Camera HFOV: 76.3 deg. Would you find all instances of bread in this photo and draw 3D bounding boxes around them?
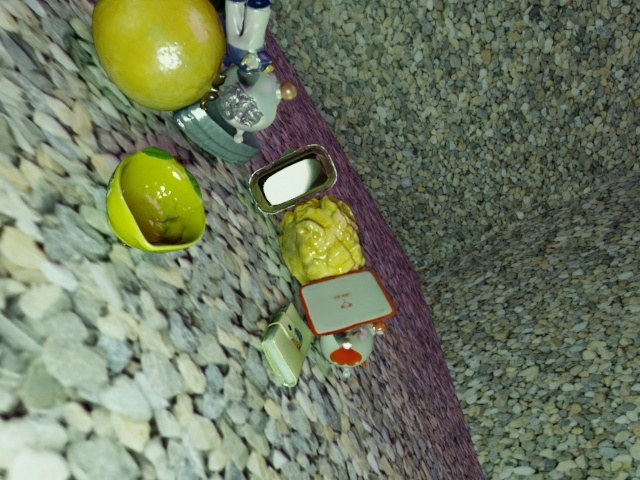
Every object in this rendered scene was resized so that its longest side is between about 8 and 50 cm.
[{"bbox_3d":[-0.075,-0.165,1.062,0.212,0.224,0.143,-112,177,-77],"label":"bread"}]

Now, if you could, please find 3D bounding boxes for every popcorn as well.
[{"bbox_3d":[0.000,0.000,1.027,0.189,0.250,0.250,-13,73,-37],"label":"popcorn"}]

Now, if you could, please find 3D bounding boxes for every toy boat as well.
[{"bbox_3d":[-0.238,-0.260,0.965,0.127,0.078,0.283,68,16,8],"label":"toy boat"}]

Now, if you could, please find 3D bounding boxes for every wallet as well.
[{"bbox_3d":[-0.067,0.202,0.819,0.110,0.039,0.155,62,16,-12],"label":"wallet"}]

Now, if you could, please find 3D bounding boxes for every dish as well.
[{"bbox_3d":[-0.248,-0.047,0.592,0.149,0.080,0.208,46,24,-34],"label":"dish"}]

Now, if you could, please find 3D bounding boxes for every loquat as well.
[{"bbox_3d":[-0.273,-0.344,0.728,0.244,0.243,0.244,54,18,-27],"label":"loquat"}]

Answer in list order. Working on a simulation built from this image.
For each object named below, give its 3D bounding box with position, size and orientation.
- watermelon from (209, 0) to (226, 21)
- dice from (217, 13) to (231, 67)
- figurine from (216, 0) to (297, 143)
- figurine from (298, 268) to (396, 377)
[{"bbox_3d":[-0.317,-0.825,1.316,0.269,0.268,0.269,54,18,-27],"label":"watermelon"},{"bbox_3d":[-0.286,-0.444,0.909,0.146,0.143,0.146,28,11,14],"label":"dice"},{"bbox_3d":[-0.140,-0.342,0.835,0.193,0.274,0.133,33,51,-10],"label":"figurine"},{"bbox_3d":[0.064,0.215,0.940,0.160,0.183,0.226,-115,-166,-53],"label":"figurine"}]
